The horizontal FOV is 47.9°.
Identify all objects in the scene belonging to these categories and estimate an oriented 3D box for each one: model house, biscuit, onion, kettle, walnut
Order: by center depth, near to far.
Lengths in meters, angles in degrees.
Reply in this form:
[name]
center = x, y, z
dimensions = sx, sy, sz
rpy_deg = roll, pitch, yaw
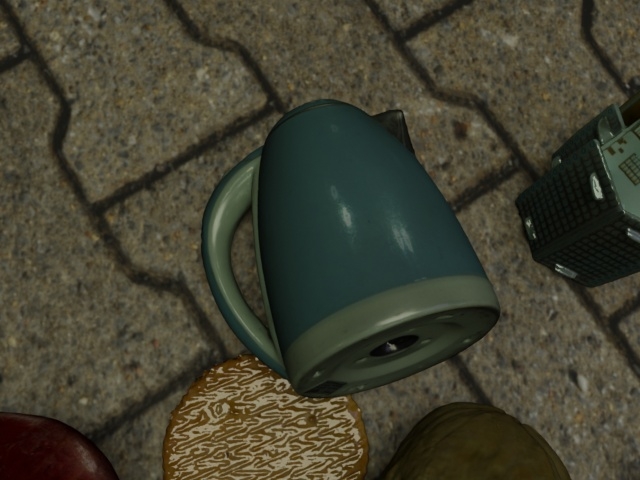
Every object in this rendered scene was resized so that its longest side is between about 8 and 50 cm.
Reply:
[onion]
center = -0.328, 0.312, 0.749
dimensions = 0.276, 0.276, 0.276
rpy_deg = 1, 76, -5
[walnut]
center = 0.162, 0.320, 0.788
dimensions = 0.227, 0.283, 0.283
rpy_deg = 32, 73, -27
[kettle]
center = 0.000, 0.000, 0.872
dimensions = 0.319, 0.247, 0.342
rpy_deg = -27, 65, 12
[biscuit]
center = -0.067, 0.261, 0.884
dimensions = 0.254, 0.035, 0.254
rpy_deg = 2, 75, -6
[model house]
center = 0.391, -0.064, 0.915
dimensions = 0.215, 0.224, 0.198
rpy_deg = -34, 84, -16
